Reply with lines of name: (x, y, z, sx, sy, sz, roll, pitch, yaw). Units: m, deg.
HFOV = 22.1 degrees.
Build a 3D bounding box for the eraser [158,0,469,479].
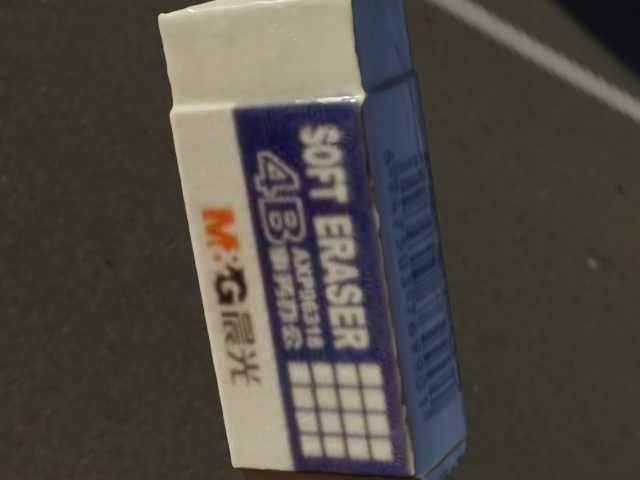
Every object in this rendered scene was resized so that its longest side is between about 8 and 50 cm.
eraser: (0.000, 0.000, 0.913, 0.081, 0.124, 0.279, -30, 115, -57)
